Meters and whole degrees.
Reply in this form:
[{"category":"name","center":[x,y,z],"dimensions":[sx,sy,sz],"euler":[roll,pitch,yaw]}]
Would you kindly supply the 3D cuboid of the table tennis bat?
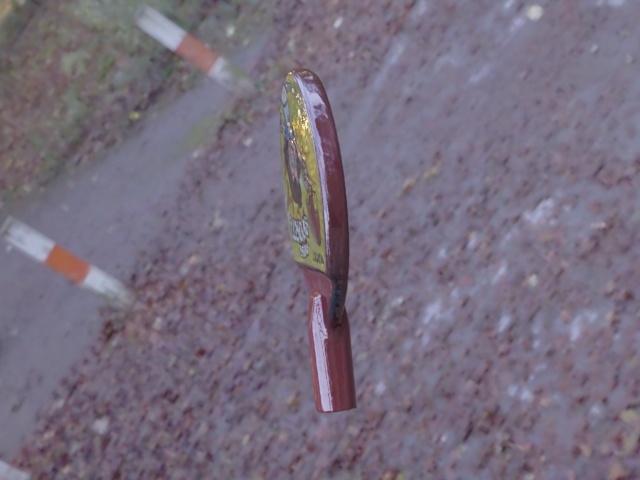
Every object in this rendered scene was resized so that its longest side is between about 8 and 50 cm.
[{"category":"table tennis bat","center":[0.000,0.000,1.063],"dimensions":[0.200,0.038,0.310],"euler":[-171,75,-79]}]
